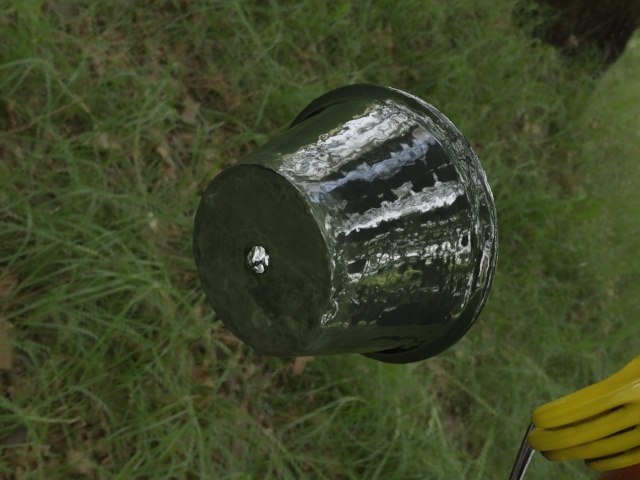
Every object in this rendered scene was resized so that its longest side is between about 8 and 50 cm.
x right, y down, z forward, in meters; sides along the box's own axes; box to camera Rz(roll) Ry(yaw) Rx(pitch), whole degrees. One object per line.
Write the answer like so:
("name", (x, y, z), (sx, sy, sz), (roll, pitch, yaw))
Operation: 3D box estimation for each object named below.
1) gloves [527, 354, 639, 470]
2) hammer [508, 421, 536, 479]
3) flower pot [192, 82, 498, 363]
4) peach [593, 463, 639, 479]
("gloves", (0.296, 0.110, 0.703), (0.133, 0.294, 0.116), (34, 31, -26))
("hammer", (0.226, 0.286, 0.975), (0.065, 0.021, 0.178), (36, 68, -26))
("flower pot", (0.000, 0.000, 0.647), (0.148, 0.235, 0.235), (-16, 82, -48))
("peach", (0.377, 0.317, 0.820), (0.252, 0.252, 0.253), (33, 44, -39))
